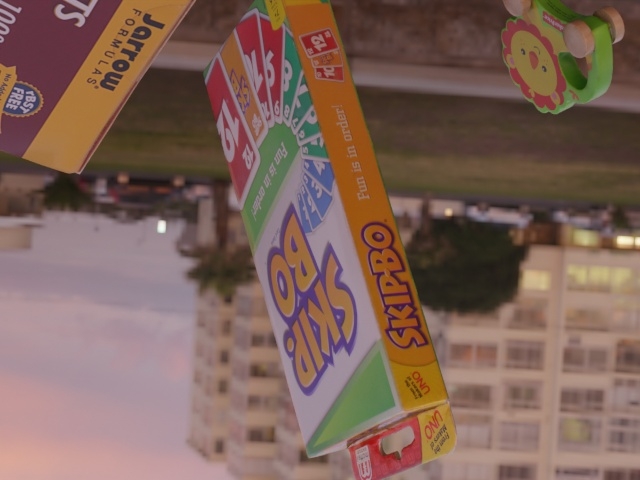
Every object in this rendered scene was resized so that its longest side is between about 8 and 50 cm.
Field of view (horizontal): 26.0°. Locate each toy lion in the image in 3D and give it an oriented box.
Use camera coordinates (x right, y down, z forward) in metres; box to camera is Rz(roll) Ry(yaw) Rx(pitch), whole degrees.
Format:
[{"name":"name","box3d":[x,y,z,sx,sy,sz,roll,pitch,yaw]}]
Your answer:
[{"name":"toy lion","box3d":[0.152,-0.121,0.901,0.034,0.096,0.100,-26,-136,-19]}]

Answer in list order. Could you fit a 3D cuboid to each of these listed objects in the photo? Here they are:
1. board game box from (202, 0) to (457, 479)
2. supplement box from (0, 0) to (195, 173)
[{"name":"board game box","box3d":[0.000,0.000,0.741,0.039,0.259,0.124,-12,167,-27]},{"name":"supplement box","box3d":[-0.135,-0.158,0.460,0.191,0.194,0.129,19,135,-25]}]
